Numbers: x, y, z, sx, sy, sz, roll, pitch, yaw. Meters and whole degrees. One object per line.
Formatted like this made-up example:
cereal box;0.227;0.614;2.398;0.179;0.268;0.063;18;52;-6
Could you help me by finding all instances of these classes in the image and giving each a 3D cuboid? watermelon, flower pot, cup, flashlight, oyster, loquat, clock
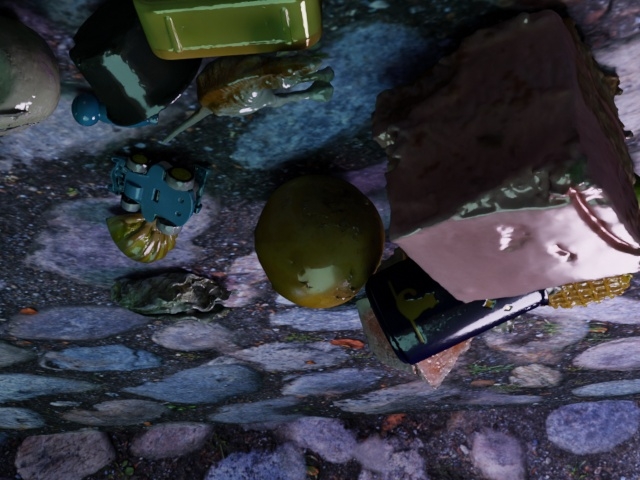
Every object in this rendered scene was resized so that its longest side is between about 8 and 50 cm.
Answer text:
watermelon;0.227;0.199;1.863;0.310;0.231;0.193;2;-166;-43
flower pot;-0.245;-0.239;1.033;0.158;0.157;0.107;-15;138;28
cup;0.203;0.050;1.341;0.256;0.254;0.178;-26;145;6
flashlight;-0.311;-0.193;1.225;0.129;0.051;0.051;5;154;-14
oyster;-0.330;0.129;1.844;0.268;0.112;0.198;5;176;-27
loquat;0.000;0.000;1.418;0.235;0.234;0.235;0;154;0
clock;-0.101;-0.288;0.924;0.203;0.143;0.096;-3;147;6

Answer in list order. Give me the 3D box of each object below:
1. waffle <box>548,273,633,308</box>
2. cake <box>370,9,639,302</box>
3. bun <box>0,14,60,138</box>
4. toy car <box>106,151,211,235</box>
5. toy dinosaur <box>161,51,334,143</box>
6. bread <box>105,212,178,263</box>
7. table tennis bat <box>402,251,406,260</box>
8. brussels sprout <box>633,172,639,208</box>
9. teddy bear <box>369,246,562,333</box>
waffle;0.577;0.103;1.834;0.232;0.051;0.228;9;152;-21
cake;0.253;-0.108;1.109;0.314;0.306;0.293;-18;147;32
bun;-0.470;-0.209;1.047;0.273;0.168;0.273;-10;-171;2
toy car;-0.279;-0.097;1.404;0.162;0.098;0.126;26;126;9
toy dinosaur;-0.103;-0.202;1.075;0.393;0.092;0.206;-6;-168;41
bread;-0.347;-0.004;1.572;0.083;0.094;0.157;-14;143;34
table tennis bat;0.292;-0.023;1.446;0.321;0.198;0.050;-33;146;13
brussels sprout;0.499;-0.063;1.418;0.155;0.117;0.155;-2;145;-1
teddy bear;0.334;0.092;1.642;0.368;0.224;0.358;22;165;-41
